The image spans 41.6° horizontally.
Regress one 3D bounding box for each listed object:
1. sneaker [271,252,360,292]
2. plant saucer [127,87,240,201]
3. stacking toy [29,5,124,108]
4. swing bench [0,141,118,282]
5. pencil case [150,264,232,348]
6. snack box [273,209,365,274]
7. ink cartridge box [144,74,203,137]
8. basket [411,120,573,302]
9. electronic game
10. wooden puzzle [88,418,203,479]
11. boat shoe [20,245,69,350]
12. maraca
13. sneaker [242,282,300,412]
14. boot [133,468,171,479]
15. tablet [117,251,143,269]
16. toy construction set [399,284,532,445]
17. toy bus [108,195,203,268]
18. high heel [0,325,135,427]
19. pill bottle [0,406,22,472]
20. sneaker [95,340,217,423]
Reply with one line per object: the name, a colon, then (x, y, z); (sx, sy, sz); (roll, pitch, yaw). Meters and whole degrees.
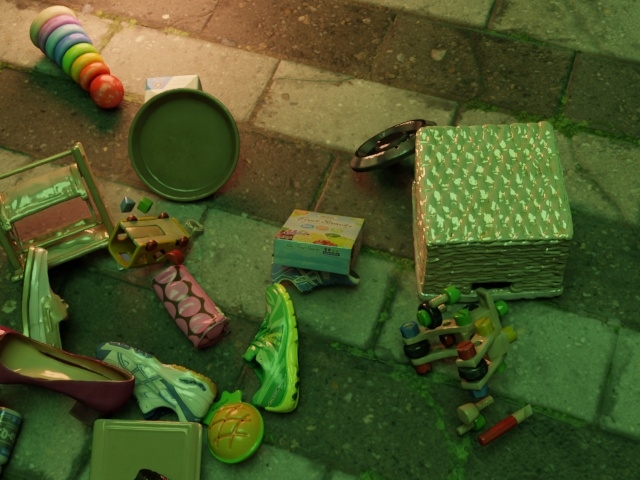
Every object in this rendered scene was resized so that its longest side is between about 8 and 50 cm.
sneaker: (-0.014, 0.084, 1.929); (0.211, 0.080, 0.081); (9, 78, 13)
plant saucer: (-0.334, -0.235, 2.076); (0.277, 0.041, 0.278); (0, 94, 1)
stacking toy: (-0.637, -0.481, 2.266); (0.141, 0.141, 0.330); (-38, 70, -16)
swing bench: (-0.639, -0.067, 1.984); (0.253, 0.165, 0.255); (-21, 104, -9)
pencil case: (-0.293, 0.143, 1.900); (0.209, 0.095, 0.098); (47, 106, 24)
snack box: (0.000, 0.000, 1.907); (0.174, 0.070, 0.207); (8, 20, 8)
ink cartridge box: (-0.380, -0.328, 2.177); (0.139, 0.082, 0.191); (-3, 62, 3)
basket: (0.372, -0.067, 1.869); (0.328, 0.266, 0.332); (-2, 59, 4)
electronic game: (0.176, -0.228, 2.029); (0.229, 0.048, 0.229); (-24, 19, 9)
wooden puzzle: (-0.357, 0.480, 1.718); (0.238, 0.044, 0.221); (0, 78, 8)
boat shoe: (-0.614, 0.164, 1.878); (0.103, 0.113, 0.303); (2, 86, -19)
maraca: (-0.184, 0.385, 1.752); (0.127, 0.099, 0.186); (-34, 40, -7)
sneaker: (-0.108, 0.225, 1.827); (0.123, 0.109, 0.296); (-2, 60, -1)
boot: (-0.291, 0.584, 1.618); (0.246, 0.094, 0.207); (24, 90, 12)
tablet: (-0.448, 0.037, 2.019); (0.083, 0.006, 0.054); (-18, 61, -5)
toy construction set: (0.342, 0.234, 1.747); (0.237, 0.257, 0.309); (-24, 81, -23)
toy bus: (-0.393, 0.006, 1.964); (0.202, 0.104, 0.191); (26, 28, -16)
high heel: (-0.560, 0.234, 1.726); (0.377, 0.181, 0.127); (32, 36, -15)
pill bottle: (-0.687, 0.426, 1.774); (0.078, 0.078, 0.137); (6, 62, 8)
sneaker: (-0.372, 0.311, 1.799); (0.296, 0.112, 0.131); (18, 75, 21)
